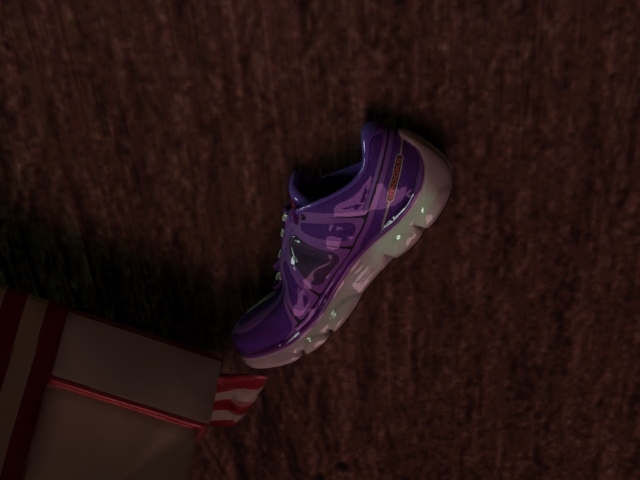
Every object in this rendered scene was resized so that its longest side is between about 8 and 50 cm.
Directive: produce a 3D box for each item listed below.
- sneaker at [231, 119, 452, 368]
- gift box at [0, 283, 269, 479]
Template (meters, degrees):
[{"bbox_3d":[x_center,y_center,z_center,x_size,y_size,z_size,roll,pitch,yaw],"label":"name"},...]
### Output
[{"bbox_3d":[0.000,0.000,0.676,0.071,0.068,0.170,35,116,-9],"label":"sneaker"},{"bbox_3d":[-0.189,0.151,0.665,0.255,0.258,0.276,22,139,-17],"label":"gift box"}]
